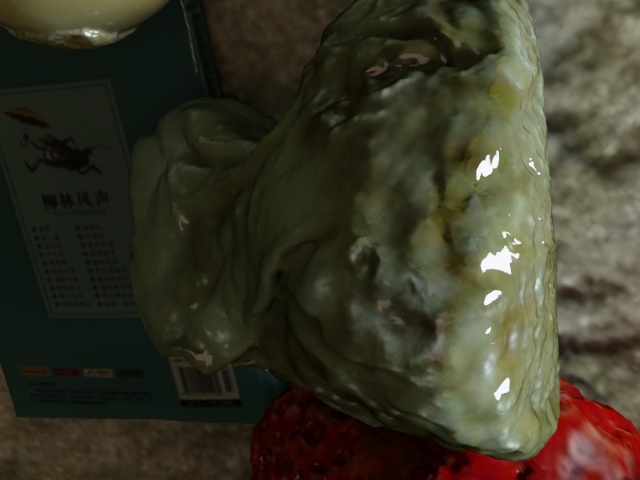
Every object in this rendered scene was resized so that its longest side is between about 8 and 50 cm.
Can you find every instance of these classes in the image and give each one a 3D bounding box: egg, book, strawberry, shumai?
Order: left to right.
[{"bbox_3d":[-0.177,-0.210,0.882,0.201,0.164,0.164,23,123,24],"label":"egg"},{"bbox_3d":[-0.180,-0.019,1.061,0.264,0.031,0.379,-1,116,20],"label":"book"},{"bbox_3d":[0.000,0.000,0.831,0.288,0.330,0.292,-3,130,10],"label":"shumai"},{"bbox_3d":[0.108,0.213,0.967,0.291,0.310,0.292,-9,122,-14],"label":"strawberry"}]
